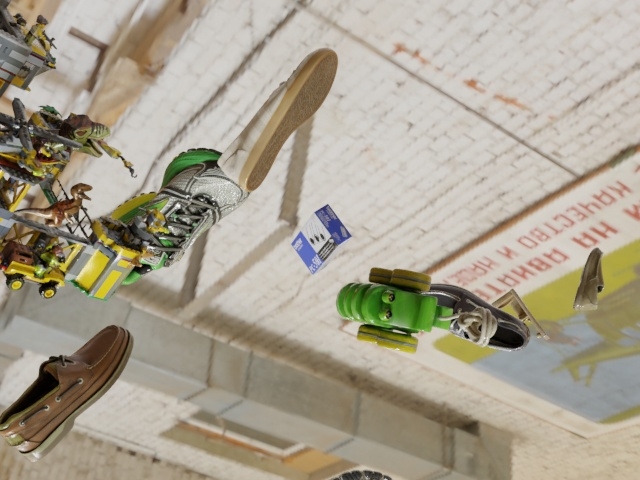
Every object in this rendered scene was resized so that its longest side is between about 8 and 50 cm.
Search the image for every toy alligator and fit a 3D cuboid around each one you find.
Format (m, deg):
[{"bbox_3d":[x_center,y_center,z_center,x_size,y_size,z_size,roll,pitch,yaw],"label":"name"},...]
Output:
[{"bbox_3d":[0.051,0.047,0.617,0.190,0.051,0.056,179,-77,-70],"label":"toy alligator"}]

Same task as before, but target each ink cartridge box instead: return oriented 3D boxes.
[{"bbox_3d":[0.000,0.000,2.088,0.046,0.097,0.207,-32,172,-25],"label":"ink cartridge box"}]

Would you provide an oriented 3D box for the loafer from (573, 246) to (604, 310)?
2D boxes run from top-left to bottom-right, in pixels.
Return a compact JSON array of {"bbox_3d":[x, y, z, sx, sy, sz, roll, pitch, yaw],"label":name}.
[{"bbox_3d":[0.557,0.083,1.820,0.056,0.050,0.148,77,34,-65],"label":"loafer"}]

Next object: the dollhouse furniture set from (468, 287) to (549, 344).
[{"bbox_3d":[0.409,0.210,1.962,0.151,0.144,0.123,-37,-113,10],"label":"dollhouse furniture set"}]

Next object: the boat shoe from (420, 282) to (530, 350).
[{"bbox_3d":[0.242,0.125,1.444,0.065,0.206,0.075,-38,149,-80],"label":"boat shoe"}]

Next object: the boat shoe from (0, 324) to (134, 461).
[{"bbox_3d":[-0.474,0.264,1.676,0.111,0.104,0.307,-3,-137,44],"label":"boat shoe"}]

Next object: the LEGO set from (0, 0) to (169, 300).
[{"bbox_3d":[-0.280,-0.112,0.915,0.192,0.255,0.331,-51,-139,14],"label":"LEGO set"}]

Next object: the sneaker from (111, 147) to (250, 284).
[{"bbox_3d":[-0.232,-0.026,1.448,0.344,0.134,0.146,-34,-146,36],"label":"sneaker"}]

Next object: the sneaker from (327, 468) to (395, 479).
[{"bbox_3d":[0.010,0.469,1.591,0.110,0.276,0.107,133,-49,-76],"label":"sneaker"}]

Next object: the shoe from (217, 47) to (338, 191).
[{"bbox_3d":[-0.057,-0.168,1.172,0.058,0.076,0.219,35,-90,24],"label":"shoe"}]
